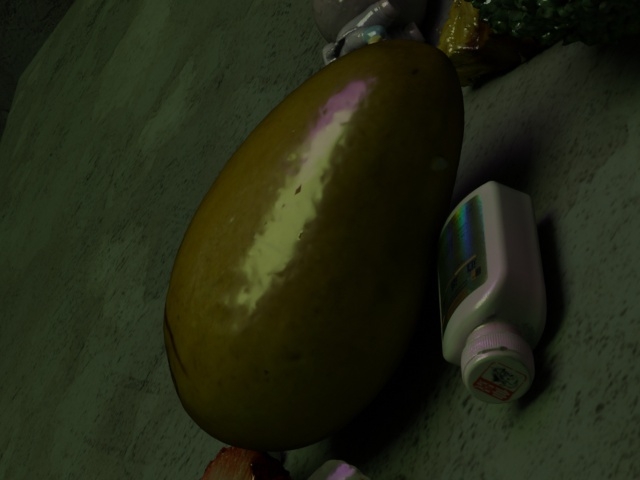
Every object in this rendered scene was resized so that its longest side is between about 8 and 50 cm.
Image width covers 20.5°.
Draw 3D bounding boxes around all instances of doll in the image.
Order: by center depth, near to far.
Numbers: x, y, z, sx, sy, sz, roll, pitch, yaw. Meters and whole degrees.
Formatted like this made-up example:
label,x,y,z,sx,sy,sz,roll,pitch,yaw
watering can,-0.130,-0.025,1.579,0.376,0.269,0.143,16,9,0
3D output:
label,x,y,z,sx,sy,sz,roll,pitch,yaw
doll,0.054,-0.230,2.119,0.151,0.151,0.287,-43,31,42

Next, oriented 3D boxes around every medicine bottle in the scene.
label,x,y,z,sx,sy,sz,roll,pitch,yaw
medicine bottle,0.154,0.052,1.602,0.115,0.078,0.219,-57,19,34

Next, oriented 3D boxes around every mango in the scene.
label,x,y,z,sx,sy,sz,roll,pitch,yaw
mango,0.000,0.000,1.757,0.445,0.221,0.301,-62,32,16

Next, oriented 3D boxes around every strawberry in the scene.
label,x,y,z,sx,sy,sz,roll,pitch,yaw
strawberry,-0.078,0.302,1.818,0.188,0.106,0.286,-54,9,9

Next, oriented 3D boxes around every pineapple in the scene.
label,x,y,z,sx,sy,sz,roll,pitch,yaw
pineapple,0.203,-0.259,1.885,0.233,0.079,0.135,-25,40,58

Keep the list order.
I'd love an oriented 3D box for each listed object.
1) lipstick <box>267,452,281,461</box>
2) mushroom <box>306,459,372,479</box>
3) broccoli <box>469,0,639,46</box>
label,x,y,z,sx,sy,sz,roll,pitch,yaw
lipstick,-0.079,0.226,1.993,0.040,0.040,0.141,-61,21,2
mushroom,-0.009,0.317,1.638,0.116,0.093,0.225,21,77,48
broccoli,0.207,-0.320,1.607,0.338,0.277,0.317,-33,18,49
